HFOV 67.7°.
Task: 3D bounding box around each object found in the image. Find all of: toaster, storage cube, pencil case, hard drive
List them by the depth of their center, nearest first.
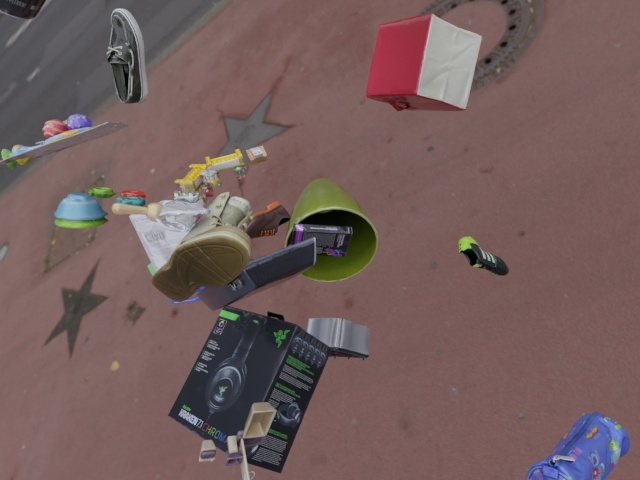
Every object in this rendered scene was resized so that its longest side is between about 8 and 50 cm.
[{"bbox_3d":[-0.122,0.070,0.897,0.255,0.172,0.054,-30,83,56],"label":"hard drive"},{"bbox_3d":[0.596,0.504,1.099,0.119,0.306,0.133,7,108,50],"label":"pencil case"},{"bbox_3d":[0.258,-0.438,1.211,0.193,0.184,0.215,22,105,55],"label":"storage cube"},{"bbox_3d":[0.045,0.322,1.559,0.168,0.186,0.110,-12,63,45],"label":"toaster"}]

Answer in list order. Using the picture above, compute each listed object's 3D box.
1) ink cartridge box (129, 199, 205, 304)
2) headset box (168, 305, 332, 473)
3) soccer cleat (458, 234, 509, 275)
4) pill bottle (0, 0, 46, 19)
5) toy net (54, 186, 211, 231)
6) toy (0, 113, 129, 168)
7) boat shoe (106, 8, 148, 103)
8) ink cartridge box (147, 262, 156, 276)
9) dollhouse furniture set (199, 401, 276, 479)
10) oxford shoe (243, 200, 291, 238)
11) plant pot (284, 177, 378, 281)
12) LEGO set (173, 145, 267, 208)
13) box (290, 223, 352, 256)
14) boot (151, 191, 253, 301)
[{"bbox_3d":[-0.409,0.037,1.404,0.186,0.311,0.065,-11,21,14],"label":"ink cartridge box"},{"bbox_3d":[-0.143,0.288,1.003,0.246,0.131,0.283,7,64,43],"label":"headset box"},{"bbox_3d":[0.464,0.058,1.366,0.060,0.179,0.072,-43,17,49],"label":"soccer cleat"},{"bbox_3d":[-0.404,-0.448,0.660,0.246,0.130,0.130,-44,47,20],"label":"pill bottle"},{"bbox_3d":[-0.269,-0.042,0.714,0.232,0.122,0.045,8,104,11],"label":"toy net"},{"bbox_3d":[-0.528,-0.214,0.965,0.237,0.056,0.137,-23,13,-1],"label":"toy"},{"bbox_3d":[-0.475,-0.445,1.157,0.078,0.070,0.219,3,110,25],"label":"boat shoe"},{"bbox_3d":[-0.416,0.054,1.650,0.289,0.211,0.121,-30,85,32],"label":"ink cartridge box"},{"bbox_3d":[-0.100,0.271,0.610,0.081,0.091,0.114,-112,34,-46],"label":"dollhouse furniture set"},{"bbox_3d":[-0.216,-0.053,1.808,0.271,0.098,0.097,-41,-9,-37],"label":"oxford shoe"},{"bbox_3d":[0.020,-0.069,1.502,0.275,0.275,0.293,-34,33,19],"label":"plant pot"},{"bbox_3d":[-0.261,-0.149,1.237,0.132,0.107,0.287,17,42,32],"label":"LEGO set"},{"bbox_3d":[0.000,0.000,1.327,0.162,0.116,0.029,5,55,-6],"label":"box"},{"bbox_3d":[-0.141,-0.009,0.676,0.213,0.077,0.165,-27,26,45],"label":"boot"}]
